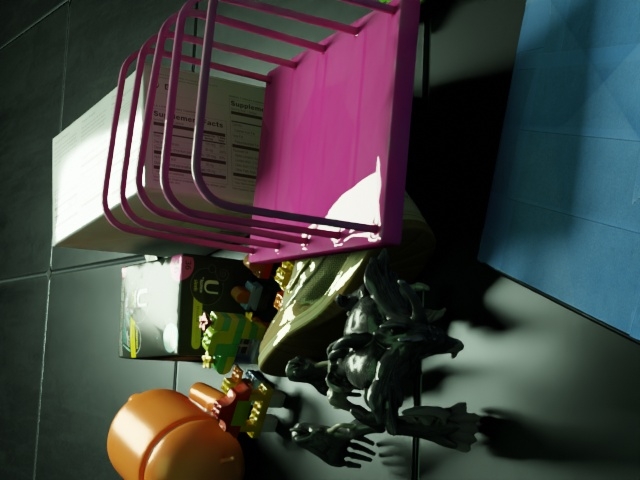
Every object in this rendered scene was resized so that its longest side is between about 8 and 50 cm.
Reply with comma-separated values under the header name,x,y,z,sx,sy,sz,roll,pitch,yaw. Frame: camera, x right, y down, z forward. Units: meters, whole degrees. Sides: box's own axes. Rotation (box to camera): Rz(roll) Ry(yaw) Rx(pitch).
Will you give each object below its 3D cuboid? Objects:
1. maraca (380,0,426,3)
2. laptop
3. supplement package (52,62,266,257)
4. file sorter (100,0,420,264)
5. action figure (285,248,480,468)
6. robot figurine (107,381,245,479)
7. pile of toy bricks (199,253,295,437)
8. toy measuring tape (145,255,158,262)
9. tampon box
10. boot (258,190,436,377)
name,x,y,z,sx,sy,sz,roll,pitch,yaw
maraca,0.084,-0.284,1.017,0.186,0.099,0.127,105,152,-58
laptop,0.110,-0.176,0.726,0.236,0.408,0.382,-46,12,-1
supplement package,-0.176,-0.082,1.252,0.261,0.204,0.145,-22,67,52
file sorter,-0.068,-0.097,0.930,0.290,0.182,0.202,170,107,-65
action figure,0.063,0.111,0.933,0.276,0.140,0.164,129,139,-60
robot figurine,-0.173,0.257,1.252,0.219,0.158,0.128,22,130,55
pile of toy bricks,-0.089,0.105,1.177,0.118,0.105,0.212,35,112,53
toy measuring tape,-0.314,-0.064,1.531,0.121,0.121,0.330,-52,45,36
tampon box,-0.168,0.087,1.298,0.161,0.101,0.121,-13,74,54
boot,0.000,0.000,1.080,0.262,0.095,0.204,-53,42,38
